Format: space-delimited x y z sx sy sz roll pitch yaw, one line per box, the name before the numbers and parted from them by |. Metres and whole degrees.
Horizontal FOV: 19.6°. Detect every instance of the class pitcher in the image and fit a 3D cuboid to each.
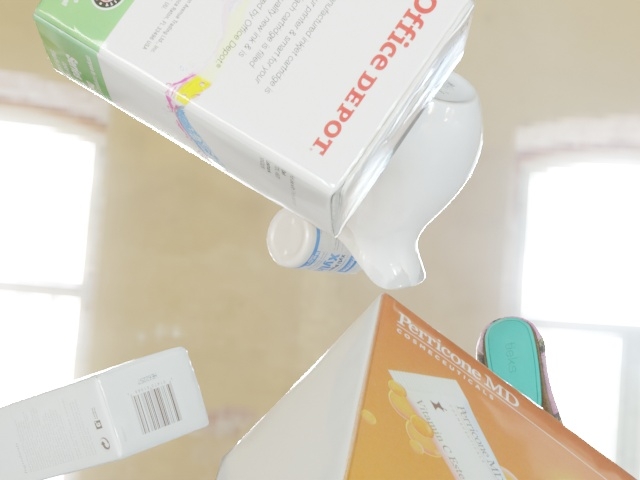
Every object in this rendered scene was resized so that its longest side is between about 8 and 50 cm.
pitcher | 0.064 -0.082 1.853 0.178 0.207 0.125 35 34 24

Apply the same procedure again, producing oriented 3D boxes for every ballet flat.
ballet flat | 0.169 0.168 1.542 0.077 0.221 0.079 -9 -38 7

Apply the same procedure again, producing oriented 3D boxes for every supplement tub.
supplement tub | 0.000 0.000 2.071 0.107 0.071 0.071 8 -8 -44

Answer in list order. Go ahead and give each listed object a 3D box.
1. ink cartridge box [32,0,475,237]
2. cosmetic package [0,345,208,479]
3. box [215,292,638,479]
ink cartridge box | -0.048 -0.162 1.448 0.278 0.201 0.117 32 -16 11
cosmetic package | -0.225 0.172 1.755 0.231 0.085 0.117 -18 -2 44
box | 0.048 0.222 1.000 0.215 0.168 0.345 36 26 -11
